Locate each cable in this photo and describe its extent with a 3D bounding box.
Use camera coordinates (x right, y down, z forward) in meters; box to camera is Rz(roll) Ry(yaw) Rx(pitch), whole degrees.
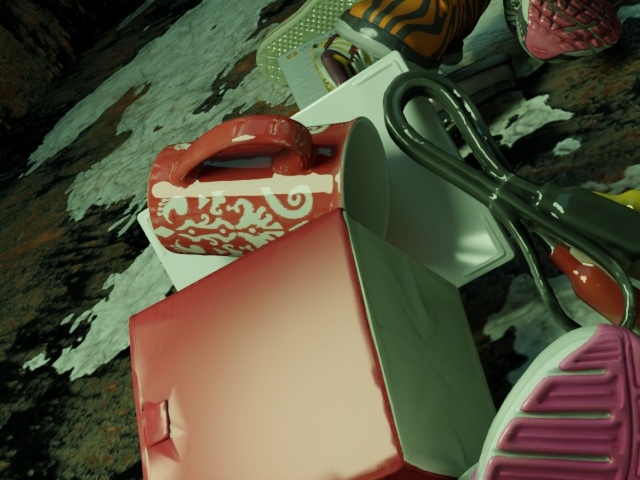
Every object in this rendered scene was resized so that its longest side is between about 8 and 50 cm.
[{"bbox_3d":[0.158,-0.018,0.746,0.287,0.072,0.139,29,81,20],"label":"cable"}]

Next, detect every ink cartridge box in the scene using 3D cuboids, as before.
[{"bbox_3d":[0.051,-0.215,1.333,0.176,0.069,0.371,-26,25,3],"label":"ink cartridge box"}]

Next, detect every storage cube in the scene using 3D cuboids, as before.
[{"bbox_3d":[0.001,0.119,0.707,0.193,0.184,0.215,-27,56,24],"label":"storage cube"}]

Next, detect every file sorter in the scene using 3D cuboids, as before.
[{"bbox_3d":[0.020,-0.013,0.913,0.278,0.193,0.173,-30,-3,18],"label":"file sorter"}]

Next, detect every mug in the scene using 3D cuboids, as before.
[{"bbox_3d":[-0.046,-0.051,0.775,0.169,0.150,0.113,-1,37,22],"label":"mug"}]

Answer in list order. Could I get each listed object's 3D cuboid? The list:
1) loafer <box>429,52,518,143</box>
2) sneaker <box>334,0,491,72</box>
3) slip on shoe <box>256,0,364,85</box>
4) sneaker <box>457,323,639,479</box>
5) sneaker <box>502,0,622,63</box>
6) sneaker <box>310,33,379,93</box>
[{"bbox_3d":[0.097,-0.110,1.140,0.303,0.095,0.109,-26,-2,18],"label":"loafer"},{"bbox_3d":[0.125,-0.285,1.087,0.180,0.125,0.321,-61,-7,23],"label":"sneaker"},{"bbox_3d":[0.037,-0.358,1.553,0.331,0.123,0.101,-27,25,34],"label":"slip on shoe"},{"bbox_3d":[0.120,0.151,0.564,0.111,0.103,0.252,-87,12,-67],"label":"sneaker"},{"bbox_3d":[0.259,-0.253,1.106,0.112,0.121,0.299,-44,8,30],"label":"sneaker"},{"bbox_3d":[0.039,-0.218,1.213,0.084,0.069,0.185,-25,29,6],"label":"sneaker"}]
